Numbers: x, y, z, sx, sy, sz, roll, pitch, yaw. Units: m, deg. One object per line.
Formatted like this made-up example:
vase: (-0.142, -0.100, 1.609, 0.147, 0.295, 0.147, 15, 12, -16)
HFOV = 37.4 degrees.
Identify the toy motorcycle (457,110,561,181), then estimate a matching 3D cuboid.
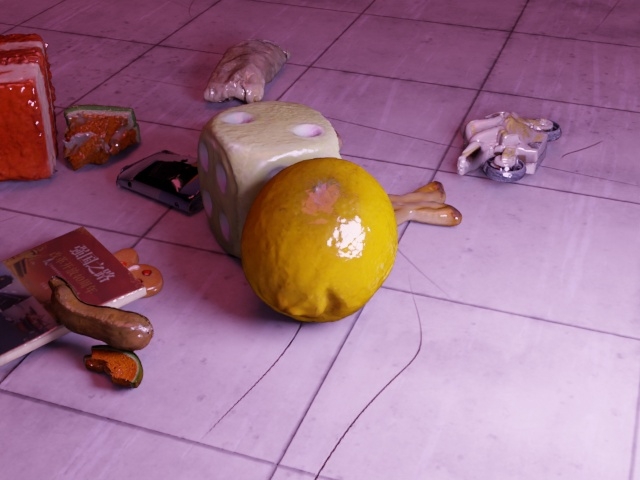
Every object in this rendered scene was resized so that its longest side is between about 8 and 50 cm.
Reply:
toy motorcycle: (0.419, -0.227, 2.204, 0.222, 0.108, 0.340, 16, 34, 23)

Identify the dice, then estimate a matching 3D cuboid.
dice: (-0.097, -0.125, 1.900, 0.254, 0.252, 0.250, -15, 36, -22)

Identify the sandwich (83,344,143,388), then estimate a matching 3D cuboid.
sandwich: (-0.335, 0.210, 1.571, 0.067, 0.029, 0.135, -25, 39, -38)

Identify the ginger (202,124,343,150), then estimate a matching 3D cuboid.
ginger: (-0.119, -0.272, 2.297, 0.332, 0.080, 0.166, -7, 44, -5)

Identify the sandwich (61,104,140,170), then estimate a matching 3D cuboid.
sandwich: (-0.517, -0.250, 2.232, 0.184, 0.109, 0.160, -7, 31, -12)

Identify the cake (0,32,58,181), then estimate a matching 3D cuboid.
cake: (-0.747, -0.301, 2.157, 0.269, 0.270, 0.320, -7, 32, -12)

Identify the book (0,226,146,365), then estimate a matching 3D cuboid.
book: (-0.537, 0.109, 1.703, 0.373, 0.028, 0.262, -28, 41, -27)

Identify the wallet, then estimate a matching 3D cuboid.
wallet: (-0.325, -0.144, 2.104, 0.230, 0.069, 0.170, 19, 41, 29)

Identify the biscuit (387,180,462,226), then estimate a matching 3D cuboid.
biscuit: (0.181, -0.068, 2.004, 0.207, 0.047, 0.164, -6, 32, -11)

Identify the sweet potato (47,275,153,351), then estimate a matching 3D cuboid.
sweet potato: (-0.385, 0.129, 1.600, 0.233, 0.062, 0.081, 22, 34, 21)

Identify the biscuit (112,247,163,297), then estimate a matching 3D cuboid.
biscuit: (-0.416, 0.056, 1.813, 0.250, 0.036, 0.165, 13, 35, 19)

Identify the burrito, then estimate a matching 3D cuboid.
burrito: (-0.206, -0.465, 2.589, 0.175, 0.107, 0.348, 19, 36, 4)

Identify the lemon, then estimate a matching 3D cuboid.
lemon: (-0.001, 0.000, 1.680, 0.296, 0.297, 0.297, 0, 32, 0)
